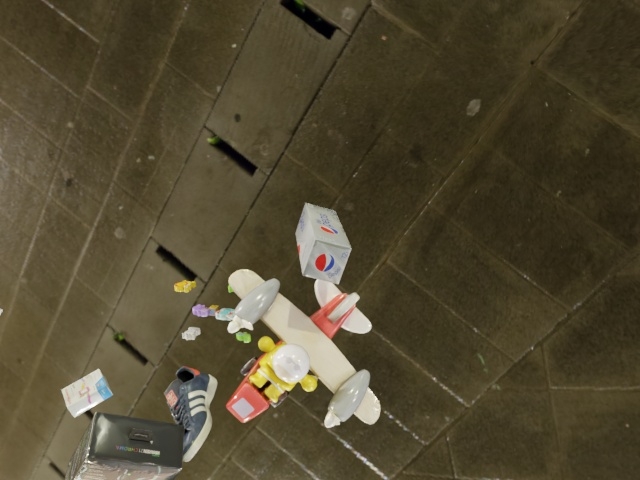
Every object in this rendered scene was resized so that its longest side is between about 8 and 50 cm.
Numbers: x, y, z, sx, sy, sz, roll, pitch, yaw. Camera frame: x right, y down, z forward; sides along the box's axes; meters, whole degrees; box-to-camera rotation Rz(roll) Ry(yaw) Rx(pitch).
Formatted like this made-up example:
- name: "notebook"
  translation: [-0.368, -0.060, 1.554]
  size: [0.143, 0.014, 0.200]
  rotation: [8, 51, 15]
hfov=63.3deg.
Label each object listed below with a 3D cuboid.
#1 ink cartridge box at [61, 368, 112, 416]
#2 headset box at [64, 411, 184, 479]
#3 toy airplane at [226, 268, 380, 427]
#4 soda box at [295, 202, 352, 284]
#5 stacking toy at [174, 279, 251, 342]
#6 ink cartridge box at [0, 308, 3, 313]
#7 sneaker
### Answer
- name: "ink cartridge box"
  translation: [-0.712, 0.464, 1.584]
  size: [0.088, 0.122, 0.052]
  rotation: [38, 150, 45]
- name: "headset box"
  translation: [-0.529, 0.598, 1.404]
  size: [0.247, 0.131, 0.283]
  rotation: [19, 126, -25]
- name: "toy airplane"
  translation: [-0.042, 0.266, 1.276]
  size: [0.387, 0.272, 0.384]
  rotation: [1, 89, 2]
- name: "soda box"
  translation: [0.000, 0.000, 1.292]
  size: [0.091, 0.286, 0.098]
  rotation: [15, 109, -12]
- name: "stacking toy"
  translation: [-0.302, 0.204, 1.468]
  size: [0.221, 0.052, 0.166]
  rotation: [3, 108, 17]
- name: "ink cartridge box"
  translation: [-1.039, 0.284, 1.536]
  size: [0.097, 0.046, 0.207]
  rotation: [11, 70, 24]
- name: "sneaker"
  translation: [-0.424, 0.526, 1.618]
  size: [0.148, 0.350, 0.131]
  rotation: [37, 103, -19]
